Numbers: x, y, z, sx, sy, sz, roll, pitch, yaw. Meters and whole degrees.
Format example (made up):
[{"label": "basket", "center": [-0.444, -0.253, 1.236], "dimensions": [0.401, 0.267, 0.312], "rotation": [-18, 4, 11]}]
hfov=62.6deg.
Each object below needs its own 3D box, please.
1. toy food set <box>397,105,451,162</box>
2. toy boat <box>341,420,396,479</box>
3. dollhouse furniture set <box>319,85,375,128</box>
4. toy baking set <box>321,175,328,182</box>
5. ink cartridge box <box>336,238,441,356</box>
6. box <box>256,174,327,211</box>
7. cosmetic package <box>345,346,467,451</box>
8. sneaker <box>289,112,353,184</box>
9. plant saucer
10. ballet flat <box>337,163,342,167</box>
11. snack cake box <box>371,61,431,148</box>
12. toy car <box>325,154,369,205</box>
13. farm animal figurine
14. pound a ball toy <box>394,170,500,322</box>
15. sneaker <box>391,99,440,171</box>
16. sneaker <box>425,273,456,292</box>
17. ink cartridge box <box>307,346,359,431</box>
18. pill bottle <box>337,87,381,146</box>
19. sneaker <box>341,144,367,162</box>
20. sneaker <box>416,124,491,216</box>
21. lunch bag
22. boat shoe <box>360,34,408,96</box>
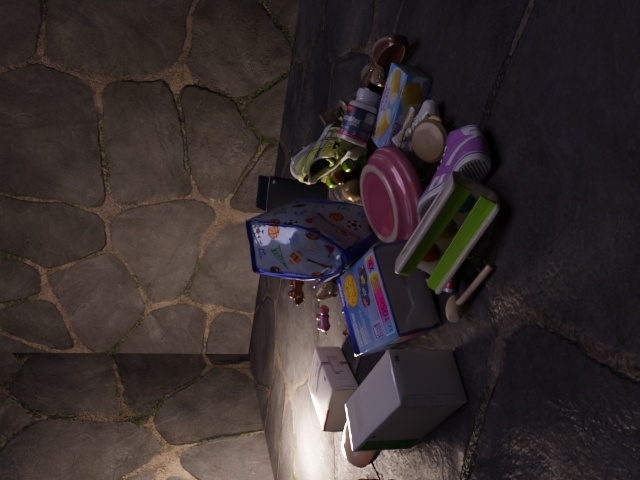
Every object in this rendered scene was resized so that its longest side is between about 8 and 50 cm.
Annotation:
[{"label": "toy food set", "center": [0.314, -0.284, 1.482], "dimensions": [0.192, 0.039, 0.132], "rotation": [42, 132, 27]}, {"label": "toy boat", "center": [0.169, 0.674, 1.682], "dimensions": [0.318, 0.148, 0.267], "rotation": [-96, 23, -53]}, {"label": "dollhouse furniture set", "center": [0.121, -0.432, 1.887], "dimensions": [0.161, 0.182, 0.101], "rotation": [58, 170, -1]}, {"label": "toy baking set", "center": [0.056, -0.379, 2.329], "dimensions": [0.196, 0.030, 0.256], "rotation": [-66, -2, -53]}, {"label": "ink cartridge box", "center": [0.182, 0.197, 1.626], "dimensions": [0.395, 0.151, 0.269], "rotation": [126, 133, -63]}, {"label": "box", "center": [-0.152, -0.222, 2.646], "dimensions": [0.294, 0.296, 0.182], "rotation": [-156, 71, -73]}, {"label": "cosmetic package", "center": [0.218, 0.443, 1.443], "dimensions": [0.365, 0.197, 0.155], "rotation": [112, 155, -49]}, {"label": "sneaker", "center": [0.060, -0.351, 1.997], "dimensions": [0.385, 0.145, 0.147], "rotation": [-44, 43, 8]}, {"label": "plant saucer", "center": [0.209, -0.120, 1.612], "dimensions": [0.332, 0.084, 0.332], "rotation": [163, 90, -74]}, {"label": "ballet flat", "center": [0.087, -0.325, 2.282], "dimensions": [0.070, 0.070, 0.188], "rotation": [-113, 32, -57]}, {"label": "snack cake box", "center": [0.255, -0.421, 1.704], "dimensions": [0.152, 0.089, 0.264], "rotation": [-112, 31, -55]}, {"label": "toy car", "center": [0.135, -0.208, 2.045], "dimensions": [0.155, 0.149, 0.188], "rotation": [-40, 72, 52]}, {"label": "farm animal figurine", "center": [0.058, 0.186, 2.010], "dimensions": [0.326, 0.330, 0.172], "rotation": [-61, 8, -16]}, {"label": "pound a ball toy", "center": [0.328, 0.016, 1.292], "dimensions": [0.319, 0.208, 0.135], "rotation": [-63, 1, 28]}, {"label": "sneaker", "center": [0.275, -0.309, 1.564], "dimensions": [0.090, 0.115, 0.232], "rotation": [-108, 27, -51]}, {"label": "sneaker", "center": [0.327, 0.096, 1.422], "dimensions": [0.118, 0.042, 0.067], "rotation": [-155, 66, -64]}, {"label": "ink cartridge box", "center": [0.046, 0.587, 2.108], "dimensions": [0.283, 0.117, 0.207], "rotation": [-121, 39, -62]}, {"label": "pill bottle", "center": [0.136, -0.422, 1.805], "dimensions": [0.108, 0.108, 0.180], "rotation": [-133, 62, -68]}, {"label": "sneaker", "center": [0.136, -0.375, 2.129], "dimensions": [0.212, 0.080, 0.094], "rotation": [172, 117, -72]}, {"label": "sneaker", "center": [0.342, -0.181, 1.372], "dimensions": [0.282, 0.102, 0.161], "rotation": [129, 149, -51]}, {"label": "lunch bag", "center": [0.000, 0.000, 1.792], "dimensions": [0.386, 0.328, 0.238], "rotation": [4, 112, 31]}, {"label": "boat shoe", "center": [0.225, -0.588, 1.817], "dimensions": [0.324, 0.123, 0.116], "rotation": [125, 142, -76]}]
